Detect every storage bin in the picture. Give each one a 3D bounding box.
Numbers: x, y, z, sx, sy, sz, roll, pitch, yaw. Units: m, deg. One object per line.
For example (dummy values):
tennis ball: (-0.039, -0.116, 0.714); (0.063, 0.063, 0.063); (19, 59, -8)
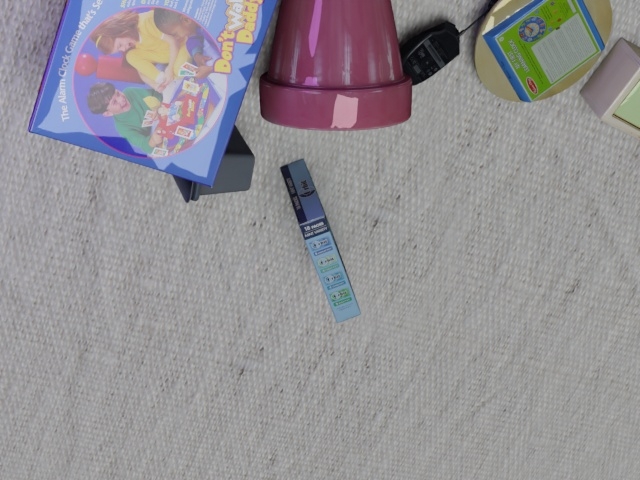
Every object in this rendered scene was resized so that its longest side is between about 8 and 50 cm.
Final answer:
storage bin: (-0.148, -0.121, 1.614); (0.091, 0.135, 0.098); (-3, 124, -24)

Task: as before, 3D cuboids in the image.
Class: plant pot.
plant pot: (0.020, -0.248, 1.531); (0.201, 0.201, 0.180); (-4, 109, -10)

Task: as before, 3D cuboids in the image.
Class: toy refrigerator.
toy refrigerator: (0.522, -0.181, 1.736); (0.270, 0.094, 0.102); (23, 117, -25)

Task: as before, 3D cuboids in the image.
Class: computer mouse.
computer mouse: (0.191, -0.297, 1.623); (0.242, 0.041, 0.071); (-36, 139, 4)

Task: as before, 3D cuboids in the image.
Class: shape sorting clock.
shape sorting clock: (0.307, -0.280, 1.650); (0.206, 0.040, 0.206); (-14, 132, -16)

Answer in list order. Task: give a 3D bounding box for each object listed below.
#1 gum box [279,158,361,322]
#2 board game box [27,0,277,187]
gum box: (0.000, 0.000, 1.706); (0.041, 0.157, 0.184); (-21, 125, 1)
board game box: (-0.187, -0.264, 1.430); (0.233, 0.078, 0.347); (17, 105, -17)
